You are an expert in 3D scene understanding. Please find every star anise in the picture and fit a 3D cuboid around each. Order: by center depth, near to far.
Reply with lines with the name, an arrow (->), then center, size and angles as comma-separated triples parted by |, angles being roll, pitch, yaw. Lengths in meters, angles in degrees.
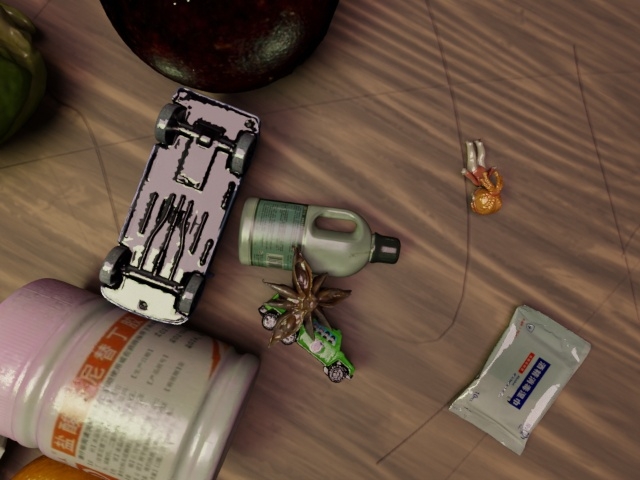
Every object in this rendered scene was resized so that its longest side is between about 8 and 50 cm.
star anise -> -0.031, 0.088, 0.587 | 0.124, 0.056, 0.129 | 39, 75, -19

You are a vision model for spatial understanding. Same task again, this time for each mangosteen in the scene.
mangosteen -> -0.113, -0.334, 0.505 | 0.329, 0.330, 0.330 | 0, 92, 3

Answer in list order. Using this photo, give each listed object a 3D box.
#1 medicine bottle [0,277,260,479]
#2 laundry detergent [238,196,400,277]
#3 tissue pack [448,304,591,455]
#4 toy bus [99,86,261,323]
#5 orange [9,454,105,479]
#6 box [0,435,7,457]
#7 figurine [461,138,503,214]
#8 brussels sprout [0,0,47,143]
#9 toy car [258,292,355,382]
medicine bottle -> -0.259, 0.194, 0.584 | 0.315, 0.202, 0.202 | 20, 93, 0
laundry detergent -> 0.000, 0.000, 0.629 | 0.225, 0.070, 0.099 | 7, 92, 4
tissue pack -> 0.288, 0.198, 0.642 | 0.122, 0.026, 0.193 | 32, 94, 1
toy bus -> -0.181, -0.042, 0.609 | 0.125, 0.133, 0.292 | 21, 91, -3
orange -> -0.323, 0.393, 0.610 | 0.240, 0.171, 0.240 | 2, 106, 9
box -> -0.606, 0.360, 0.620 | 0.200, 0.106, 0.300 | 29, 96, -32
figurine -> 0.227, -0.090, 0.627 | 0.064, 0.047, 0.109 | -8, 85, -20
brussels sprout -> -0.561, -0.246, 0.551 | 0.314, 0.276, 0.371 | -35, 89, 1
toy car -> -0.015, 0.136, 0.638 | 0.165, 0.071, 0.062 | 38, 80, 1
